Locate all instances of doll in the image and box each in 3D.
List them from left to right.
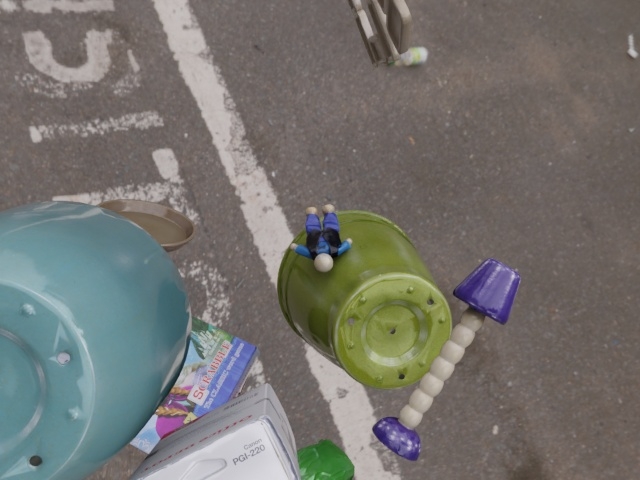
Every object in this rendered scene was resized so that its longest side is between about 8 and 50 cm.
[{"bbox_3d":[0.000,0.000,1.142,0.129,0.046,0.189,-8,39,1],"label":"doll"}]

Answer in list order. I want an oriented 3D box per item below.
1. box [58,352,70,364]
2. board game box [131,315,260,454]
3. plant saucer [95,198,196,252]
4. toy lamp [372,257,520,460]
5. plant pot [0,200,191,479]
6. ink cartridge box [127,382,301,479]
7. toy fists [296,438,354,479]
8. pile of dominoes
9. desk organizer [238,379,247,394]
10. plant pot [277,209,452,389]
[{"bbox_3d":[-0.634,0.384,1.470,0.262,0.231,0.126,16,94,10],"label":"box"},{"bbox_3d":[-0.358,0.331,1.305,0.318,0.066,0.318,22,66,12],"label":"board game box"},{"bbox_3d":[-0.478,-0.038,1.496,0.278,0.041,0.278,16,22,-7],"label":"plant saucer"},{"bbox_3d":[0.166,0.149,0.716,0.080,0.080,0.274,31,92,-2],"label":"toy lamp"},{"bbox_3d":[-0.280,0.107,0.528,0.293,0.235,0.292,-1,94,-10],"label":"plant pot"},{"bbox_3d":[-0.110,0.248,0.623,0.159,0.218,0.092,-26,85,-7],"label":"ink cartridge box"},{"bbox_3d":[0.037,0.532,1.109,0.279,0.096,0.142,41,25,26],"label":"toy fists"},{"bbox_3d":[0.032,-0.274,0.462,0.040,0.196,0.251,-24,107,2],"label":"pile of dominoes"},{"bbox_3d":[-0.278,0.433,1.646,0.050,0.130,0.047,38,50,-20],"label":"desk organizer"},{"bbox_3d":[0.109,0.141,1.203,0.367,0.353,0.366,-2,102,-11],"label":"plant pot"}]
